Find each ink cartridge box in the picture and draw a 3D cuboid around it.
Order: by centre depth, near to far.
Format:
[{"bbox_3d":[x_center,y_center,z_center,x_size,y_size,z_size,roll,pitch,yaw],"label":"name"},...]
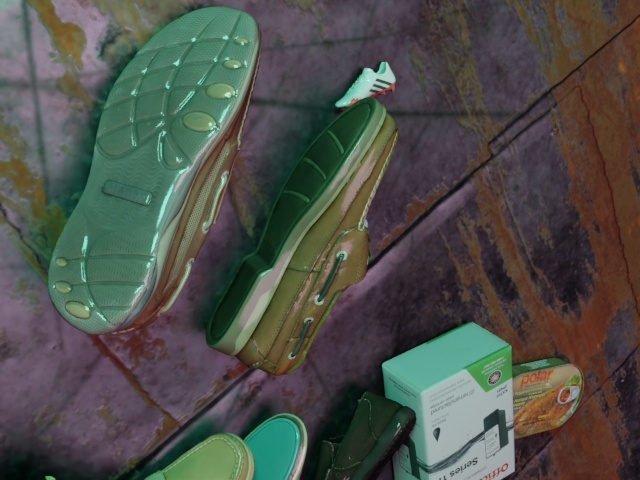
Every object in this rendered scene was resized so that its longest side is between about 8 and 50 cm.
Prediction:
[{"bbox_3d":[0.172,0.236,1.133,0.153,0.087,0.209,-22,119,-26],"label":"ink cartridge box"}]

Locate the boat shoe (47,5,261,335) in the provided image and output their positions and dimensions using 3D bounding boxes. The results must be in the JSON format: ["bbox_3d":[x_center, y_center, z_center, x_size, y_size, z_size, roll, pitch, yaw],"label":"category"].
[{"bbox_3d":[-0.142,-0.064,0.802,0.325,0.123,0.116,-64,162,-9],"label":"boat shoe"}]

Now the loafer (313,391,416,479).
[{"bbox_3d":[0.031,0.277,1.068,0.220,0.078,0.080,-55,157,9],"label":"loafer"}]

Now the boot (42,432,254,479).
[{"bbox_3d":[-0.195,0.270,0.855,0.262,0.095,0.203,-41,146,-9],"label":"boot"}]

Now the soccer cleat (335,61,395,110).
[{"bbox_3d":[0.047,-0.167,0.936,0.083,0.029,0.036,-29,113,-27],"label":"soccer cleat"}]

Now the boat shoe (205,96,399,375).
[{"bbox_3d":[0.000,0.000,0.906,0.104,0.111,0.307,29,101,-22],"label":"boat shoe"}]

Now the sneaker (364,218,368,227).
[{"bbox_3d":[0.017,0.006,0.971,0.069,0.038,0.098,-16,115,-30],"label":"sneaker"}]

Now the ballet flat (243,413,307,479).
[{"bbox_3d":[-0.085,0.312,0.999,0.086,0.086,0.248,36,87,-38],"label":"ballet flat"}]

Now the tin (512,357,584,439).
[{"bbox_3d":[0.308,0.227,1.258,0.189,0.040,0.106,-3,113,-34],"label":"tin"}]
